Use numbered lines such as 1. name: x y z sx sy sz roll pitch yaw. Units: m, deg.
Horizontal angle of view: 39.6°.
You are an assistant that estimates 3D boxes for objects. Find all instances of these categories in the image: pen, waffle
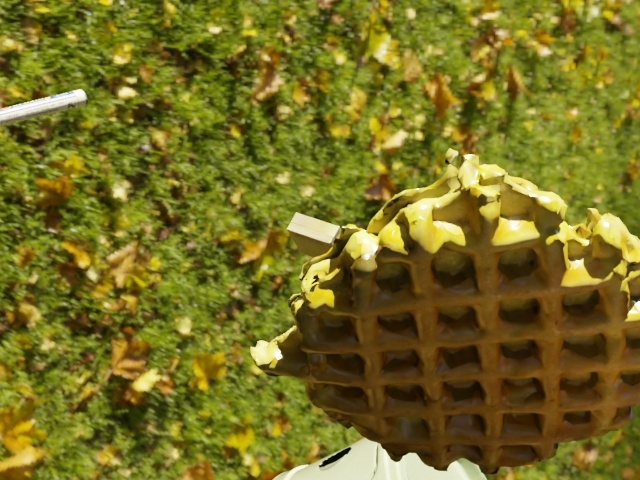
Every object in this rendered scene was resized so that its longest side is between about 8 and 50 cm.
1. pen: -0.418 -0.176 1.224 0.204 0.025 0.025 -22 118 -35
2. waffle: 0.098 0.067 0.561 0.254 0.245 0.052 32 37 -24

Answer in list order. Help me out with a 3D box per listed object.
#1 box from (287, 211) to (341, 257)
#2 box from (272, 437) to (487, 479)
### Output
1. box: 0.000 0.000 1.367 0.035 0.083 0.079 -61 153 -20
2. box: 0.070 0.282 0.785 0.226 0.149 0.226 49 21 -27
